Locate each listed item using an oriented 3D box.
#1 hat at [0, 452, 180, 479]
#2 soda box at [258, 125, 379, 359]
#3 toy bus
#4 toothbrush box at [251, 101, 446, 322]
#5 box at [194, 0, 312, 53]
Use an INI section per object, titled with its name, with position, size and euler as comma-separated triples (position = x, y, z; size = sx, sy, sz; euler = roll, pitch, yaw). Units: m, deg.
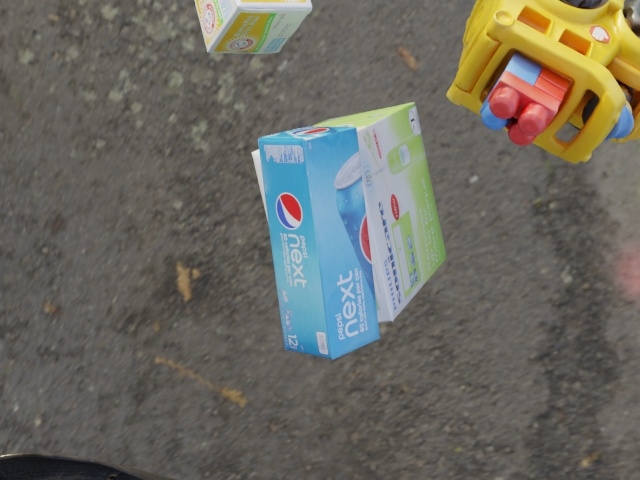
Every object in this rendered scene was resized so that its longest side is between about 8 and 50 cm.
[hat]
position = -0.292, 0.331, 1.354
size = 0.331, 0.331, 0.134
euler = 9, 69, -17
[soda box]
position = 0.000, 0.000, 1.145
size = 0.071, 0.067, 0.210
euler = -18, 107, -42
[toy bus]
position = 0.235, -0.151, 1.156
size = 0.220, 0.149, 0.211
euler = 28, 45, -1
[toothbrush box]
position = 0.043, -0.034, 1.396
size = 0.283, 0.122, 0.206
euler = -33, 113, -67
[box]
position = -0.099, -0.348, 1.521
size = 0.103, 0.114, 0.203
euler = -5, 69, -29
